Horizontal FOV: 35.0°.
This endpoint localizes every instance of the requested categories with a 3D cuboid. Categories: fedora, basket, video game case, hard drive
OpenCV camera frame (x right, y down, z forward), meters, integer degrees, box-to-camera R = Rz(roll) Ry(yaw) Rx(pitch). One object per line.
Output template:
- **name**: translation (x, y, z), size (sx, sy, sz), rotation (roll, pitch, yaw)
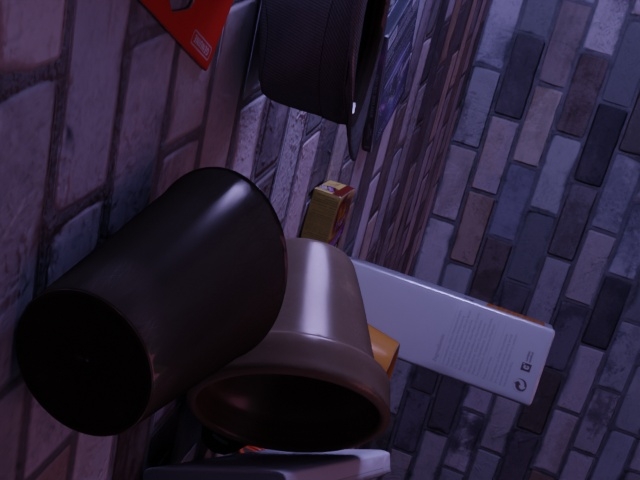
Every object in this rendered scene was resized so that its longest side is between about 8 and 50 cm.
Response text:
- **fedora**: translation (0.002, -0.236, 1.131), size (0.244, 0.124, 0.275), rotation (66, 35, -77)
- **basket**: translation (-0.143, 0.059, 0.883), size (0.227, 0.154, 0.204), rotation (-40, 147, -62)
- **video game case**: translation (0.131, -0.321, 1.860), size (0.274, 0.026, 0.196), rotation (97, 17, -50)
- **hard drive**: translation (-0.060, 0.306, 1.342), size (0.307, 0.203, 0.040), rotation (12, 75, -63)

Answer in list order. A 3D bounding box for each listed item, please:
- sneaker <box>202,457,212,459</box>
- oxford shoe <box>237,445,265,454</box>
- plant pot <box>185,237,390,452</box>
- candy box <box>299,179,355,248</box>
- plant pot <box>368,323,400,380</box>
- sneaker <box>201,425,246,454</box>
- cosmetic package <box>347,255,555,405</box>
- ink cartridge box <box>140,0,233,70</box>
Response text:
- **sneaker**: translation (-0.134, 0.391, 1.506), size (0.127, 0.126, 0.321), rotation (-67, 168, 8)
- **oxford shoe**: translation (-0.092, 0.372, 1.764), size (0.098, 0.097, 0.271), rotation (-66, 169, 6)
- **plant pot**: translation (-0.031, 0.129, 1.345), size (0.263, 0.263, 0.229), rotation (91, 4, -57)
- **candy box**: translation (0.000, 0.000, 1.694), size (0.109, 0.053, 0.187), rotation (-37, 146, -72)
- **plant pot**: translation (0.040, 0.220, 1.889), size (0.205, 0.188, 0.205), rotation (19, 90, -79)
- **sneaker**: translation (-0.088, 0.195, 1.488), size (0.271, 0.100, 0.108), rotation (-61, -178, -27)
- **cosmetic package**: translation (0.239, 0.178, 2.088), size (0.230, 0.453, 0.161), rotation (10, 98, -79)
- **ink cartridge box**: translation (-0.071, -0.288, 0.875), size (0.275, 0.060, 0.239), rotation (38, 70, -78)
